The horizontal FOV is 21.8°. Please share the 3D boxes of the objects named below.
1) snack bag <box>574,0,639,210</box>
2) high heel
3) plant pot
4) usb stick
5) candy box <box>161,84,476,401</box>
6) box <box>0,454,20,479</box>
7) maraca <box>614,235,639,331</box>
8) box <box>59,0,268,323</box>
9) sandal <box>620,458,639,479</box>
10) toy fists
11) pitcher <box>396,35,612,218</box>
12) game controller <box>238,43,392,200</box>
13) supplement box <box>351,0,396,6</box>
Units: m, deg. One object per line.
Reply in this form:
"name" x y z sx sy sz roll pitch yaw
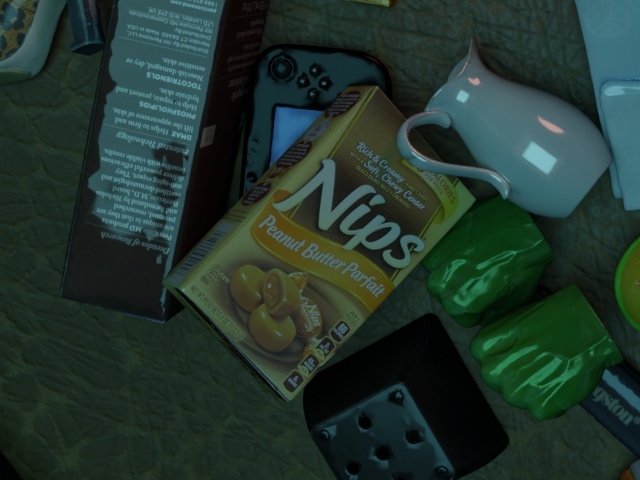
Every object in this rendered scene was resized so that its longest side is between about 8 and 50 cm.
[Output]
"snack bag" 0.440 -0.171 1.732 0.323 0.037 0.342 -2 132 21
"high heel" -0.374 -0.288 1.981 0.261 0.093 0.186 -13 79 23
"plant pot" 0.085 0.222 1.919 0.188 0.167 0.187 -29 93 17
"usb stick" 0.323 0.163 1.918 0.278 0.045 0.077 42 105 2
"candy box" 0.000 0.000 1.845 0.316 0.087 0.183 -46 109 -11
"box" -0.526 0.375 2.070 0.296 0.183 0.294 -36 92 14
"maraca" 0.413 0.034 1.852 0.185 0.099 0.127 -26 102 -10
"box" -0.177 -0.116 1.900 0.143 0.191 0.381 16 104 9
"sandal" 0.357 0.354 1.926 0.076 0.102 0.265 21 123 -15
"toy fists" 0.215 0.076 1.851 0.142 0.096 0.279 -31 59 3
"pitcher" 0.200 -0.101 1.817 0.207 0.125 0.178 38 62 6
"game controller" -0.010 -0.067 1.937 0.166 0.067 0.319 8 102 11
"supplement box" 0.062 -0.311 1.888 0.055 0.043 0.083 9 102 12
